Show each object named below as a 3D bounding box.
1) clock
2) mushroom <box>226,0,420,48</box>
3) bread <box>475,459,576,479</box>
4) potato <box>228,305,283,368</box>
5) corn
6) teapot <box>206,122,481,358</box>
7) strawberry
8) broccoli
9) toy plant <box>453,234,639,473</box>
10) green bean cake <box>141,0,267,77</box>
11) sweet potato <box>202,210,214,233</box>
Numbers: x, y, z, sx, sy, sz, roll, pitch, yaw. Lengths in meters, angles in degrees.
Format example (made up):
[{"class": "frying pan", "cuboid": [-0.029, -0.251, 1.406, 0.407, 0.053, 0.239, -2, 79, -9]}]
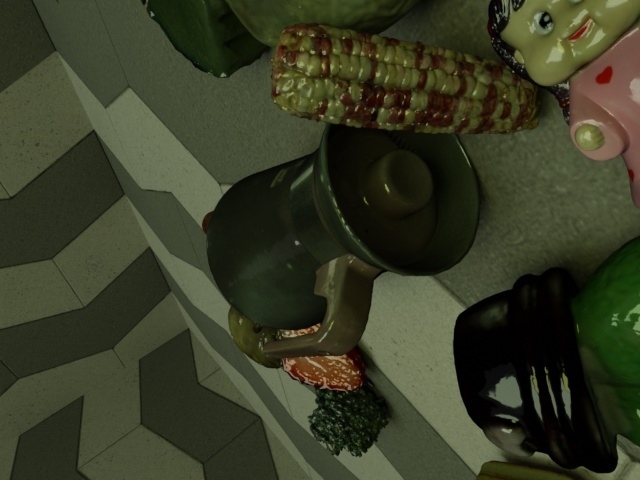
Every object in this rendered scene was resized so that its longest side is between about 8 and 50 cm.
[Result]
[{"class": "clock", "cuboid": [0.212, -0.136, 0.244, 0.196, 0.100, 0.194, 51, 149, 8]}, {"class": "mushroom", "cuboid": [-0.023, -0.263, 0.391, 0.266, 0.164, 0.190, 30, 157, 18]}, {"class": "bread", "cuboid": [0.351, 0.442, 0.604, 0.234, 0.110, 0.184, 55, 150, 2]}, {"class": "potato", "cuboid": [-0.169, 0.277, 1.272, 0.296, 0.141, 0.192, 24, 122, 49]}, {"class": "corn", "cuboid": [0.076, -0.131, 0.359, 0.079, 0.236, 0.080, -176, 90, -85]}, {"class": "teapot", "cuboid": [0.000, 0.000, 0.548, 0.253, 0.301, 0.344, 25, 155, -20]}, {"class": "strawberry", "cuboid": [0.011, 0.249, 0.986, 0.236, 0.111, 0.190, 25, 117, 20]}, {"class": "broccoli", "cuboid": [0.054, 0.429, 1.060, 0.198, 0.177, 0.275, 43, 163, 16]}, {"class": "toy plant", "cuboid": [0.247, 0.102, 0.376, 0.234, 0.175, 0.218, -16, 114, 34]}, {"class": "green bean cake", "cuboid": [-0.181, -0.378, 0.623, 0.222, 0.124, 0.227, 40, 150, 27]}, {"class": "sweet potato", "cuboid": [-0.280, -0.043, 1.185, 0.291, 0.097, 0.098, 18, 134, 63]}]
